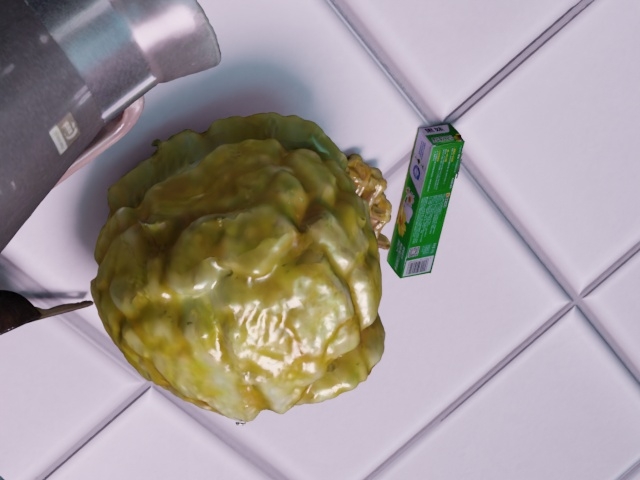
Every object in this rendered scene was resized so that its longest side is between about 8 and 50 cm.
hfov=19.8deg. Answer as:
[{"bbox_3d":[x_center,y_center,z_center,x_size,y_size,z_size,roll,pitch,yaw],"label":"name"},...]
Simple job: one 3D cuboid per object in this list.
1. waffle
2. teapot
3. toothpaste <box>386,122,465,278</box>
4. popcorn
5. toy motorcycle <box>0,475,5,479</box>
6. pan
[{"bbox_3d":[0.000,0.000,1.890,0.160,0.046,0.192,-19,135,-22],"label":"waffle"},{"bbox_3d":[-0.267,-0.107,1.468,0.344,0.253,0.300,-37,158,-9],"label":"teapot"},{"bbox_3d":[0.111,-0.040,1.941,0.043,0.037,0.178,-9,131,-25],"label":"toothpaste"},{"bbox_3d":[-0.079,0.029,1.710,0.282,0.282,0.247,-24,140,-16],"label":"popcorn"},{"bbox_3d":[-0.407,0.203,1.683,0.260,0.206,0.154,44,53,-47],"label":"toy motorcycle"},{"bbox_3d":[-0.315,0.075,1.726,0.128,0.048,0.202,-21,-179,19],"label":"pan"}]
